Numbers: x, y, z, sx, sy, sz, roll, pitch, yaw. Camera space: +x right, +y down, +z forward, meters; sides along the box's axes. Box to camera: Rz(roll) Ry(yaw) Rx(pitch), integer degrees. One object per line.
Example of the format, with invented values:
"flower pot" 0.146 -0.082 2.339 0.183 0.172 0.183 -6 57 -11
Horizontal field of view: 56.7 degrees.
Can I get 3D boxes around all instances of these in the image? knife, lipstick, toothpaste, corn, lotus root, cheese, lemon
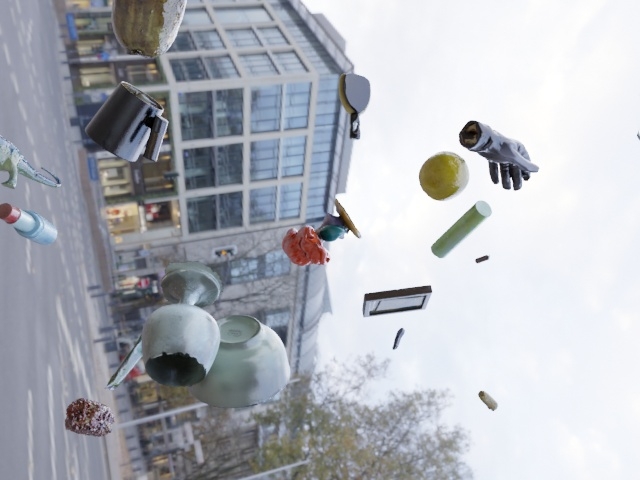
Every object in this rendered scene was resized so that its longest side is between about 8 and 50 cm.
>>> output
"knife" 0.285 0.363 2.175 0.031 0.121 0.018 -28 -71 34
"lipstick" 0.509 -0.033 2.170 0.304 0.076 0.076 -53 -132 51
"toothpaste" -0.630 0.393 1.981 0.047 0.248 0.078 31 -14 10
"corn" 0.411 0.394 1.454 0.083 0.028 0.027 44 -10 -33
"lotus root" -0.353 -0.505 1.232 0.128 0.145 0.260 -115 -141 -50
"cheese" 0.084 -0.317 1.418 0.036 0.086 0.162 -25 -118 59
"lemon" 0.451 -0.235 2.149 0.203 0.178 0.178 -39 -121 43
"lipstick" -0.664 -0.040 1.338 0.068 0.061 0.274 39 -12 0

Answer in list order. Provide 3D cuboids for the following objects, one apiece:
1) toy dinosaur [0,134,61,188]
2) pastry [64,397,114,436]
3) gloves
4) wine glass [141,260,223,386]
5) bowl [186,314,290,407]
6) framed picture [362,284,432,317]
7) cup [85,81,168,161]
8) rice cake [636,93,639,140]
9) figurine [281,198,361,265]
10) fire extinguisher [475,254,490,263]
"toy dinosaur" -0.706 -0.187 1.285 0.363 0.076 0.147 52 38 -51
"pastry" -0.679 0.526 1.755 0.208 0.115 0.097 88 12 -65
"gloves" 0.490 -0.232 1.605 0.142 0.285 0.119 21 -103 53
"wine glass" -0.405 0.253 1.755 0.323 0.238 0.238 -96 -170 -46
"bowl" -0.275 0.367 1.951 0.354 0.354 0.185 -131 -143 -59
"framed picture" 0.193 0.156 1.515 0.128 0.168 0.023 88 -5 -64
"cup" -0.535 -0.327 1.729 0.177 0.239 0.166 -53 180 10
"rice cake" 0.727 -0.236 1.286 0.211 0.038 0.124 26 46 -62
"figurine" -0.005 -0.008 2.039 0.208 0.257 0.181 55 -1 34
"fire extinguisher" 0.587 0.068 2.138 0.022 0.028 0.083 41 -21 -5
